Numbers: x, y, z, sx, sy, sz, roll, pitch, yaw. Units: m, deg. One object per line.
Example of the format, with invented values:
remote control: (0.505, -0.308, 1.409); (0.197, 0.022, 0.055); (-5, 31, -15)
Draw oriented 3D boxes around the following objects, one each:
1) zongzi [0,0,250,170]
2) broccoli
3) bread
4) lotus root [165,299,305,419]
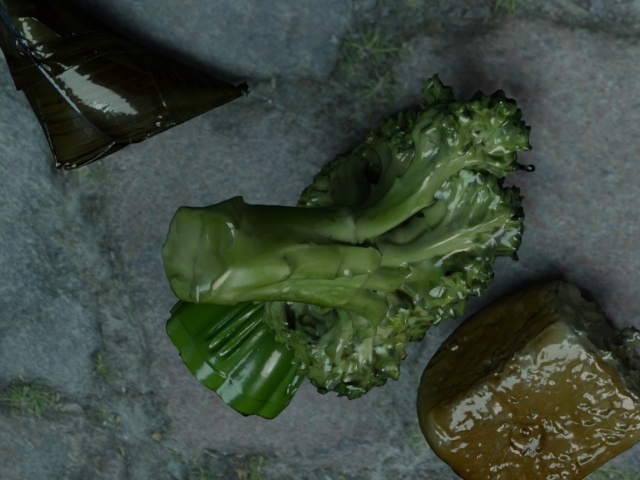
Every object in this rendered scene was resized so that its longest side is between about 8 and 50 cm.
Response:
zongzi: (-0.227, -0.208, 1.701); (0.242, 0.112, 0.221); (-18, 113, 23)
broccoli: (0.005, 0.029, 1.597); (0.275, 0.397, 0.353); (25, 138, 38)
bread: (0.243, 0.154, 1.704); (0.246, 0.176, 0.195); (-37, 114, 22)
lotus root: (-0.061, 0.087, 1.809); (0.186, 0.186, 0.186); (11, 126, 16)
